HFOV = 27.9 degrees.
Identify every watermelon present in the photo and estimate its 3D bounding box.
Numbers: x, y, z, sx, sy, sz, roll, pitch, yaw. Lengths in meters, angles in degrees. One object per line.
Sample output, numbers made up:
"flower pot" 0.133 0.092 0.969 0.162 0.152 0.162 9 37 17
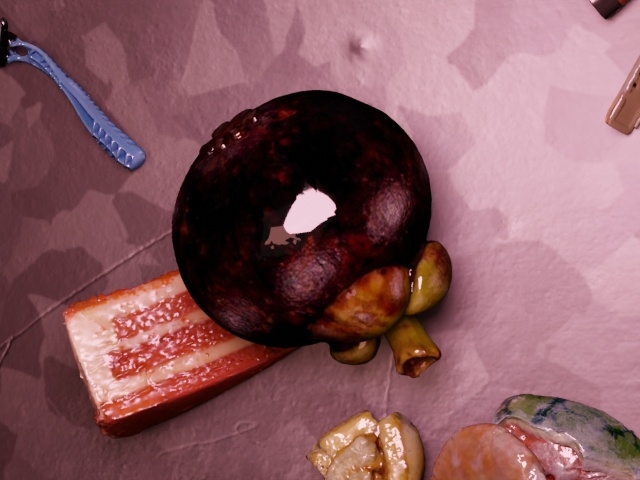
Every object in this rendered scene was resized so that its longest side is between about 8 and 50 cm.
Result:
"watermelon" 0.267 0.250 1.406 0.187 0.071 0.139 22 101 18

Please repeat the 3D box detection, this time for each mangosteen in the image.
"mangosteen" 0.000 -0.015 1.402 0.297 0.313 0.297 -35 43 41

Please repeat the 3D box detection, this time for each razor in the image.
"razor" -0.314 -0.180 1.621 0.253 0.042 0.082 43 145 14

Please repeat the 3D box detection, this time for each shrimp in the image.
"shrimp" 0.188 0.356 1.407 0.168 0.077 0.317 2 97 48

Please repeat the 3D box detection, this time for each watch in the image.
"watch" 0.431 -0.200 1.336 0.165 0.102 0.268 38 104 34

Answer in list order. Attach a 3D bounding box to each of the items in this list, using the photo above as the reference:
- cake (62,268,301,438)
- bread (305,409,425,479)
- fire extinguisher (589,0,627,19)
"cake" -0.176 0.112 1.510 0.262 0.160 0.158 -29 77 15
"bread" 0.076 0.254 1.460 0.156 0.103 0.110 40 90 10
"fire extinguisher" 0.363 -0.310 1.383 0.177 0.050 0.062 -39 59 15
